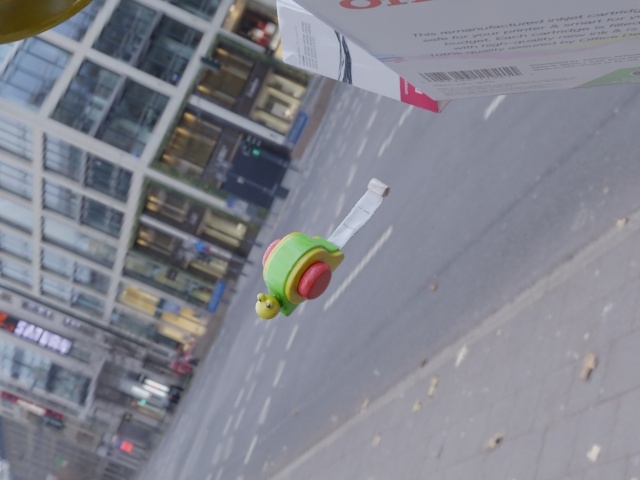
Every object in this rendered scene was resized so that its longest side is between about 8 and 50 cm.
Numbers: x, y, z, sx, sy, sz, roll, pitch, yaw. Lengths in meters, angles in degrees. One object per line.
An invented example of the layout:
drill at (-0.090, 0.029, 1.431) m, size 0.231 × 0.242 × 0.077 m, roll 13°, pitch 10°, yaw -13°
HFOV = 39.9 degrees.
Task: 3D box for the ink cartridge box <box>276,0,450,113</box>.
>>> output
ink cartridge box at (0.088, -0.277, 1.118) m, size 0.172 × 0.237 × 0.100 m, roll -49°, pitch -31°, yaw -32°

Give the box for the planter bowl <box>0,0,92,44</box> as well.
planter bowl at (-0.259, -0.252, 0.654) m, size 0.090 × 0.217 × 0.217 m, roll 63°, pitch 146°, yaw 23°

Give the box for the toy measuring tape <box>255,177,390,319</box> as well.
toy measuring tape at (0.000, 0.000, 1.505) m, size 0.330 × 0.121 × 0.121 m, roll -49°, pitch 2°, yaw -14°

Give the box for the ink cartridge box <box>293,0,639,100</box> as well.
ink cartridge box at (0.119, -0.160, 0.468) m, size 0.278 × 0.202 × 0.117 m, roll 4°, pitch -95°, yaw -69°
